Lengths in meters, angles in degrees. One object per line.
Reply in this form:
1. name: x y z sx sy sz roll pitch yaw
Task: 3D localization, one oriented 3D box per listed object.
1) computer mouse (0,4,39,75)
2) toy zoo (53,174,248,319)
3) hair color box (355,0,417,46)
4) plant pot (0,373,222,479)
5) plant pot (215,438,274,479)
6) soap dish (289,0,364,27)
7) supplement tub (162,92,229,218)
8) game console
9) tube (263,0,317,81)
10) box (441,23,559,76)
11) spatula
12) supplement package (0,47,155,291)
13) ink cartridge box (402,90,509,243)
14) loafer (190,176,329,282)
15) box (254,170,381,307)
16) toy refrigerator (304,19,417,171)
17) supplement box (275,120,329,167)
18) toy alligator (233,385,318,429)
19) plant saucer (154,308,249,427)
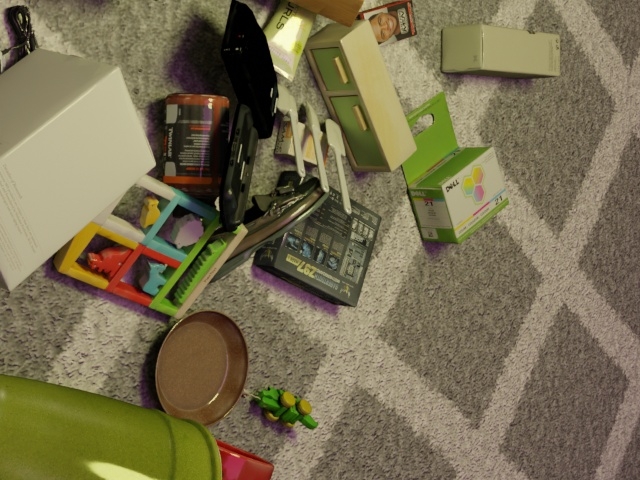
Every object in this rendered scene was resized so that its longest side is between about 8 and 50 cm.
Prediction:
1. computer mouse: -0.475 -0.256 1.594 0.193 0.042 0.106 -31 119 -45
2. toy zoo: -0.273 0.000 1.753 0.293 0.030 0.192 27 106 -42
3. hair color box: 0.120 -0.408 2.167 0.141 0.043 0.072 -26 112 -40
4. plant pot: -0.385 0.341 1.548 0.353 0.366 0.367 33 70 -28
5. plant pot: -0.191 0.403 1.824 0.191 0.191 0.174 32 76 -42
6. soap dish: -0.030 -0.519 1.911 0.290 0.118 0.229 19 80 -27
7. supplement tub: -0.199 -0.134 1.829 0.106 0.106 0.198 0 93 -45
8. game console: -0.125 -0.190 1.812 0.213 0.043 0.361 71 21 -54
9. tube: -0.038 -0.401 2.001 0.062 0.070 0.240 66 47 -67
10. box: 0.378 -0.390 2.379 0.275 0.113 0.094 -3 95 -46
11. spatula: -0.010 -0.161 1.975 0.168 0.019 0.242 37 31 -37
12. supplement package: -0.401 -0.104 1.559 0.293 0.177 0.175 -46 137 -32
13. ink cartridge box: 0.260 -0.148 2.291 0.188 0.097 0.255 -37 119 -37
14. loafer: -0.106 -0.034 1.906 0.267 0.096 0.084 -37 105 -14
15. box: 0.000 0.000 2.069 0.232 0.059 0.184 27 73 -43
16. toy refrigerator: 0.071 -0.258 2.090 0.094 0.102 0.270 -42 121 -34
17. supplement box: -0.031 -0.171 2.041 0.098 0.036 0.062 19 79 -45
18. toy alligator: -0.079 0.283 2.025 0.189 0.056 0.051 29 32 -31
19. plant saucer: -0.203 0.212 1.901 0.198 0.036 0.199 -5 96 -45
